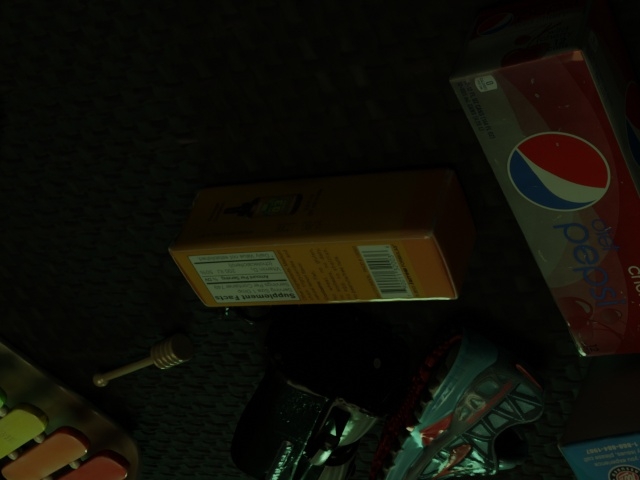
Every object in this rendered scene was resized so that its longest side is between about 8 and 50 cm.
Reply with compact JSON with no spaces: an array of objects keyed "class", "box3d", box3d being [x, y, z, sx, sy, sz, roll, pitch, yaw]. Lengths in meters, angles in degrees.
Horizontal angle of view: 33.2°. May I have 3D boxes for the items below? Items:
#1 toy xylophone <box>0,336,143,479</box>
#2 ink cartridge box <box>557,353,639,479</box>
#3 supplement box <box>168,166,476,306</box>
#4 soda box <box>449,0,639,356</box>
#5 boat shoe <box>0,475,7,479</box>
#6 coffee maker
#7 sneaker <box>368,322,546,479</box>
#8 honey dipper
[{"class":"toy xylophone","box3d":[-0.355,0.219,1.236,0.322,0.081,0.236,35,137,-11]},{"class":"ink cartridge box","box3d":[0.319,0.176,0.792,0.171,0.168,0.233,-18,110,36]},{"class":"supplement box","box3d":[0.000,0.000,0.859,0.233,0.078,0.080,-1,135,26]},{"class":"soda box","box3d":[0.185,-0.038,0.731,0.092,0.083,0.263,-9,129,32]},{"class":"boat shoe","box3d":[-0.422,0.363,1.392,0.304,0.109,0.091,13,142,17]},{"class":"coffee maker","box3d":[-0.021,0.137,0.996,0.171,0.120,0.178,42,139,15]},{"class":"sneaker","box3d":[0.122,0.191,0.977,0.125,0.104,0.262,22,138,0]},{"class":"honey dipper","box3d":[-0.188,0.129,1.112,0.030,0.030,0.160,44,138,-21]}]
